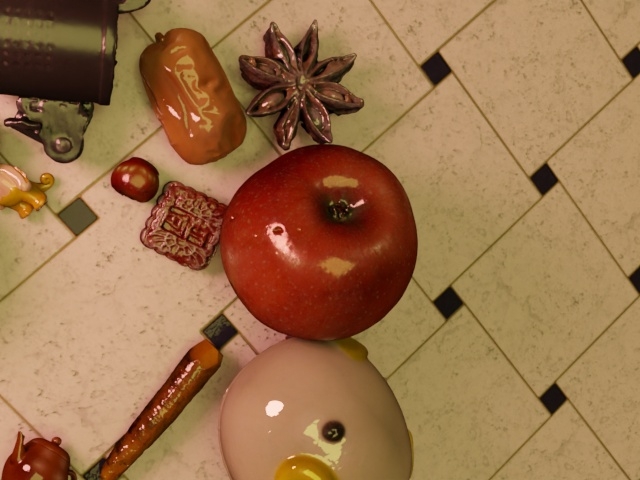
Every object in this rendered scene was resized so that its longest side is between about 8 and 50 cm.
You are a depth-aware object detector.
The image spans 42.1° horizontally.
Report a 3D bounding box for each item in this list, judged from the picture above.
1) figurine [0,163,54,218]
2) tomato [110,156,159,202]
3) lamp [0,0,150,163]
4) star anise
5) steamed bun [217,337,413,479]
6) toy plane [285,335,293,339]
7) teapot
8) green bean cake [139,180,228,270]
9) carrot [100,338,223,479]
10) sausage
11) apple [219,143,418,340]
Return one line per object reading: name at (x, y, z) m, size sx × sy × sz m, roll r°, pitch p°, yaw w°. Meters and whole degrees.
figurine at (-0.559, -0.135, 1.359) m, size 0.156 × 0.131 × 0.246 m, roll -26°, pitch 124°, yaw 25°
tomato at (-0.320, -0.107, 1.449) m, size 0.087 × 0.087 × 0.075 m, roll 28°, pitch 83°, yaw -18°
lamp at (-0.440, -0.334, 1.327) m, size 0.272 × 0.205 × 0.374 m, roll 23°, pitch 98°, yaw -22°
star anise at (-0.047, -0.275, 1.514) m, size 0.223 × 0.109 × 0.236 m, roll 42°, pitch 68°, yaw -11°
steamed bun at (-0.006, 0.353, 1.466) m, size 0.334 × 0.334 × 0.374 m, roll -32°, pitch 106°, yaw -13°
toy plane at (0.008, 0.119, 1.583) m, size 0.130 × 0.061 × 0.189 m, roll 26°, pitch 82°, yaw -17°
teapot at (-0.477, 0.390, 1.430) m, size 0.116 × 0.116 × 0.173 m, roll -42°, pitch 131°, yaw -11°
green bean cake at (-0.241, -0.025, 1.494) m, size 0.135 × 0.056 × 0.135 m, roll 27°, pitch 86°, yaw -19°
carrot at (-0.294, 0.312, 1.500) m, size 0.066 × 0.066 × 0.314 m, roll 43°, pitch 83°, yaw -16°
sausage at (-0.223, -0.251, 1.450) m, size 0.136 × 0.120 × 0.241 m, roll -26°, pitch 101°, yaw -26°
apple at (0.000, 0.000, 1.421) m, size 0.348 × 0.277 × 0.348 m, roll 6°, pitch 61°, yaw -12°
